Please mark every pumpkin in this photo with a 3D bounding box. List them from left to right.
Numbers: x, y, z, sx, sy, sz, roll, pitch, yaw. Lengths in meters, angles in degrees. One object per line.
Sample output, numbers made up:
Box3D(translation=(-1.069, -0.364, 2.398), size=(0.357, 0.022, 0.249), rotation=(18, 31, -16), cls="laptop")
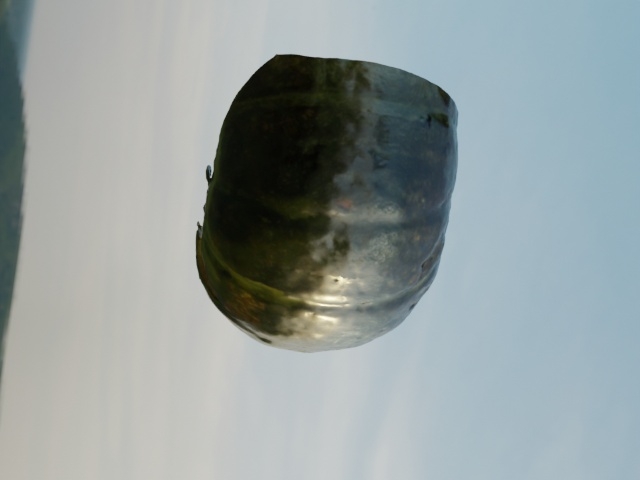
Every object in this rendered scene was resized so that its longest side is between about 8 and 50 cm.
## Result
Box3D(translation=(0.000, 0.000, 0.574), size=(0.183, 0.119, 0.107), rotation=(104, -14, -71), cls="pumpkin")
